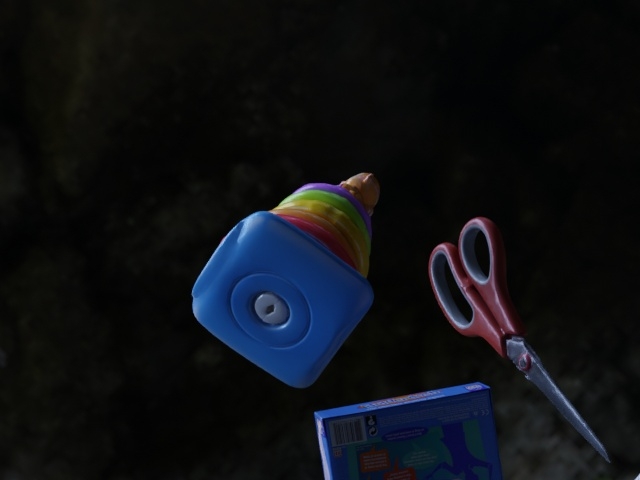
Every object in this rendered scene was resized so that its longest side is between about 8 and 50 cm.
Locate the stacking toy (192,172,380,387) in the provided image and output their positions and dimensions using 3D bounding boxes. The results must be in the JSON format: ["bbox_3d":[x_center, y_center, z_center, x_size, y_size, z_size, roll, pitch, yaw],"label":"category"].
[{"bbox_3d":[0.000,0.000,2.005,0.175,0.165,0.302,-55,-1,37],"label":"stacking toy"}]

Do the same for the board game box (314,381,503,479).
[{"bbox_3d":[0.090,0.247,1.679,0.160,0.210,0.047,-9,4,-9],"label":"board game box"}]

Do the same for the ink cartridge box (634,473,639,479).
[{"bbox_3d":[0.220,0.244,1.290,0.097,0.046,0.207,13,-44,-18],"label":"ink cartridge box"}]

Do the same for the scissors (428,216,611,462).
[{"bbox_3d":[0.182,0.107,1.716,0.021,0.297,0.109,0,-38,-37],"label":"scissors"}]
